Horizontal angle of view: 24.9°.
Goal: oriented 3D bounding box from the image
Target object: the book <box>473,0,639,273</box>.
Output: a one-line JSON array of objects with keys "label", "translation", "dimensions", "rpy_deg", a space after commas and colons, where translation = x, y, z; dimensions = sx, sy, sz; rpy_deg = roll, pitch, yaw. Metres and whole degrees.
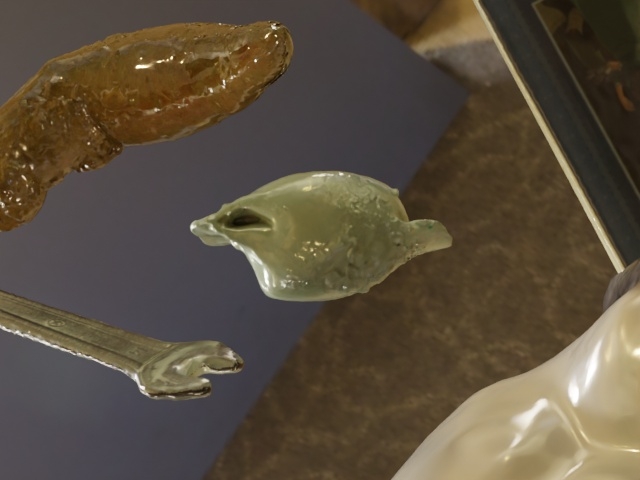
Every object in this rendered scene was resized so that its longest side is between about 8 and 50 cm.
[{"label": "book", "translation": [0.234, -0.090, 0.903], "dimensions": [0.191, 0.025, 0.269], "rpy_deg": [-27, 82, 0]}]

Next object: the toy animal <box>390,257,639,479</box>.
[{"label": "toy animal", "translation": [0.051, 0.191, 0.438], "dimensions": [0.194, 0.258, 0.357], "rpy_deg": [36, 77, 20]}]

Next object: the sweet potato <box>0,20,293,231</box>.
[{"label": "sweet potato", "translation": [-0.147, -0.103, 1.081], "dimensions": [0.310, 0.098, 0.124], "rpy_deg": [-23, 35, 18]}]

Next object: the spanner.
[{"label": "spanner", "translation": [-0.170, 0.059, 0.940], "dimensions": [0.302, 0.071, 0.017], "rpy_deg": [12, 117, 39]}]

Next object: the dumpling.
[{"label": "dumpling", "translation": [0.000, 0.010, 1.213], "dimensions": [0.153, 0.219, 0.108], "rpy_deg": [102, 172, -58]}]
